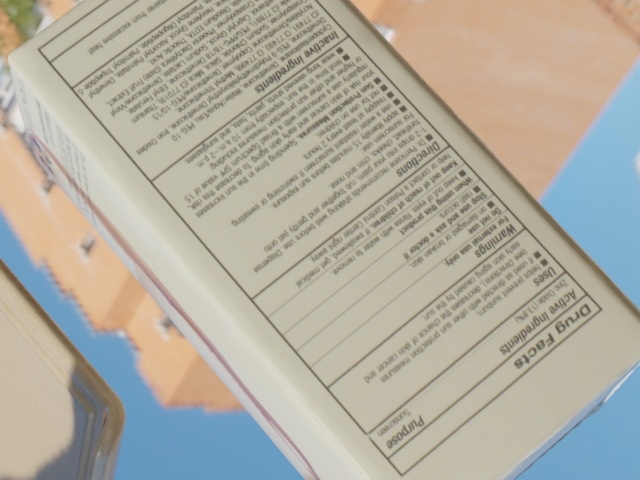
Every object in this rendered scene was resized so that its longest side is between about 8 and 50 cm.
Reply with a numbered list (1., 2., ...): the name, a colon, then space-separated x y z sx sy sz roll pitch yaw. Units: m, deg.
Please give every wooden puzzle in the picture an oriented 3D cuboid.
1. wooden puzzle: -0.184 0.126 0.964 0.044 0.221 0.238 -9 -141 -33

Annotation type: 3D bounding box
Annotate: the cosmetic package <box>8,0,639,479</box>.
1. cosmetic package: 0.000 0.000 0.749 0.153 0.129 0.296 -36 -105 -15
